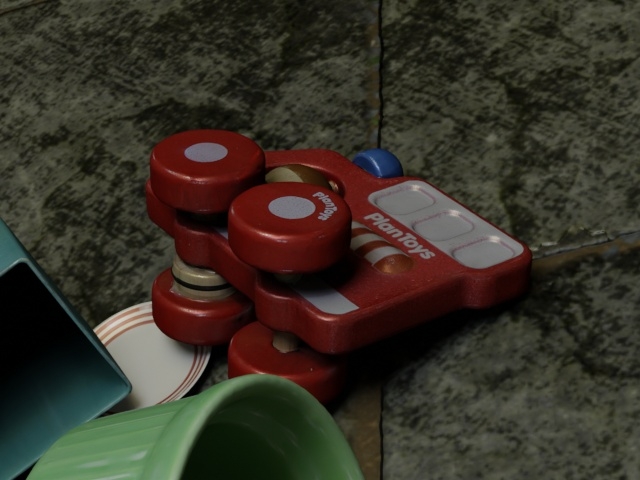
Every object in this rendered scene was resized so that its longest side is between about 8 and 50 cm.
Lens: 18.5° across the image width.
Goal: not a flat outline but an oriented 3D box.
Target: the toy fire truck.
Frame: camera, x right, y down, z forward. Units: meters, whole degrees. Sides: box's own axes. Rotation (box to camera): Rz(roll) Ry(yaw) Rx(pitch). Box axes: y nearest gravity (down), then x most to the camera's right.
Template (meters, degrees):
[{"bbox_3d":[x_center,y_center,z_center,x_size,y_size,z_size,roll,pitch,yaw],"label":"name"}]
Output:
[{"bbox_3d":[0.000,0.000,1.689,0.254,0.169,0.302,-17,33,-31],"label":"toy fire truck"}]

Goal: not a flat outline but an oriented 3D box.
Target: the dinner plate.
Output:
[{"bbox_3d":[-0.159,0.110,1.736,0.141,0.017,0.141,-14,42,13],"label":"dinner plate"}]

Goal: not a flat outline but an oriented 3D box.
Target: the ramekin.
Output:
[{"bbox_3d":[-0.086,0.250,1.355,0.148,0.303,0.303,-9,43,28],"label":"ramekin"}]

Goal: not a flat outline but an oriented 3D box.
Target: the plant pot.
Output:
[{"bbox_3d":[-0.302,0.072,1.732,0.166,0.165,0.234,-36,31,-1],"label":"plant pot"}]
